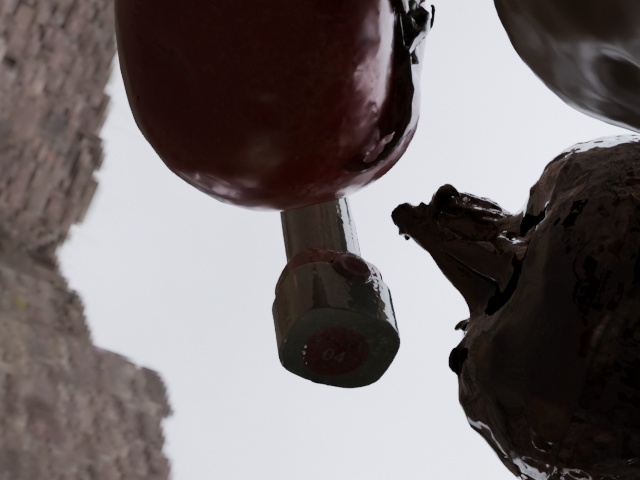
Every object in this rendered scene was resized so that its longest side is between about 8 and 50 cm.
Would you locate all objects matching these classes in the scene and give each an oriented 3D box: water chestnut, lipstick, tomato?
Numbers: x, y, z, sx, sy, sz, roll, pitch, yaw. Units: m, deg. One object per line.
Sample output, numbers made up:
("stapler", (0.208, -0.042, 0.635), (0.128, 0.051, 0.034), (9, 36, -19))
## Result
("water chestnut", (0.218, 0.053, 1.279), (0.335, 0.346, 0.335), (15, 90, -87))
("lipstick", (0.000, -0.001, 0.875), (0.186, 0.063, 0.057), (-101, -147, -51))
("tomato", (-0.019, -0.105, 0.751), (0.151, 0.187, 0.187), (-4, -115, 20))

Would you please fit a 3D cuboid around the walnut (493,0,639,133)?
("walnut", (0.158, -0.145, 0.445), (0.227, 0.273, 0.273), (157, -47, -81))
